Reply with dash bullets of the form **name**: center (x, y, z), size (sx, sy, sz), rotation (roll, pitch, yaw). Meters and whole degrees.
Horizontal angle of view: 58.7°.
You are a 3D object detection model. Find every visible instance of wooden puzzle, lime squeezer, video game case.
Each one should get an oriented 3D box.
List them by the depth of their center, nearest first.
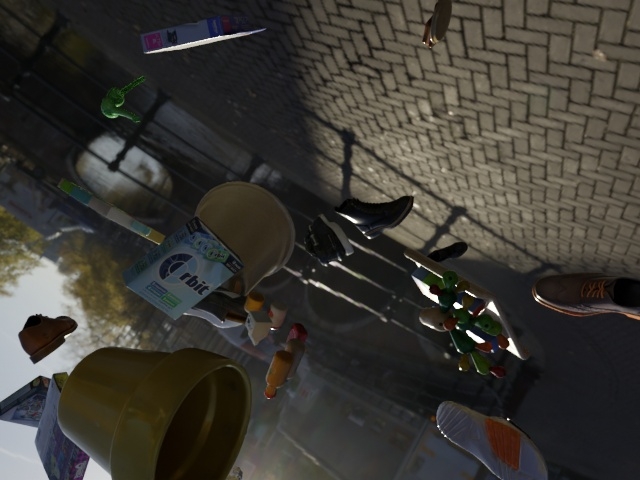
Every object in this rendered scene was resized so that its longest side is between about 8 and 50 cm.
- **video game case**: center (-0.610, 0.469, 1.355), size (0.042, 0.232, 0.210), rotation (1, -149, -45)
- **lime squeezer**: center (-0.550, -0.393, 1.575), size (0.310, 0.110, 0.059), rotation (-109, -8, -53)
- **wooden puzzle**: center (0.395, 0.190, 1.593), size (0.348, 0.080, 0.322), rotation (48, 171, -38)

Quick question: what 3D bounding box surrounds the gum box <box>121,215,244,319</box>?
- **gum box**: center (-0.270, 0.059, 1.137), size (0.041, 0.184, 0.157), rotation (53, -179, 42)

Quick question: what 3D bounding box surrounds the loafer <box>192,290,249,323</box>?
- **loafer**: center (-0.227, 0.161, 1.334), size (0.170, 0.061, 0.062), rotation (6, 142, -5)

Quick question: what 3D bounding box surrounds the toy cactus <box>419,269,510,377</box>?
- **toy cactus**: center (0.253, 0.161, 1.080), size (0.219, 0.112, 0.180), rotation (56, 156, -16)

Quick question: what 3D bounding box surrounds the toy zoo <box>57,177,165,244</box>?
- **toy zoo**: center (-0.531, -0.068, 1.480), size (0.293, 0.030, 0.192), rotation (26, 173, 35)

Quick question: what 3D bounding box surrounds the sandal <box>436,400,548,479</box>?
- **sandal**: center (0.342, 0.383, 1.109), size (0.076, 0.102, 0.265), rotation (5, -169, -34)

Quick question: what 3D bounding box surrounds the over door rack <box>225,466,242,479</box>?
- **over door rack**: center (-0.337, 0.513, 1.285), size (0.324, 0.239, 0.108), rotation (6, 135, -5)

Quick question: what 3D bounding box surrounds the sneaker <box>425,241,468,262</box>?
- **sneaker**: center (0.416, 0.049, 1.930), size (0.051, 0.170, 0.089), rotation (70, -163, 5)

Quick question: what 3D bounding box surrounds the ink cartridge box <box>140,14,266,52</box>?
- **ink cartridge box**: center (-0.330, -0.594, 1.624), size (0.311, 0.186, 0.065), rotation (-1, 111, 21)

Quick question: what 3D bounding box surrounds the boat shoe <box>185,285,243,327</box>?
- **boat shoe**: center (-0.295, 0.144, 1.466), size (0.301, 0.108, 0.102), rotation (21, -153, -47)

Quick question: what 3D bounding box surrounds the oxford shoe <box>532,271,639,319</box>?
- **oxford shoe**: center (0.757, 0.134, 1.546), size (0.364, 0.130, 0.133), rotation (1, 160, 35)

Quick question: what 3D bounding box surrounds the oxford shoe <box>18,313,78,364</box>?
- **oxford shoe**: center (-0.526, 0.168, 1.098), size (0.076, 0.076, 0.212), rotation (55, 170, -10)

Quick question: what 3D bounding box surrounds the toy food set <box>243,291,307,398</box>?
- **toy food set**: center (-0.102, 0.218, 1.213), size (0.111, 0.104, 0.232), rotation (5, -151, -33)

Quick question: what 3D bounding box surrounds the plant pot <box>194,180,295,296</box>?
- **plant pot**: center (-0.270, 0.035, 1.668), size (0.334, 0.334, 0.305), rotation (32, -152, -4)

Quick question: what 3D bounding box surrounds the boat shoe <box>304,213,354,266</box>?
- **boat shoe**: center (0.000, 0.000, 1.487), size (0.114, 0.091, 0.302), rotation (62, 173, -6)

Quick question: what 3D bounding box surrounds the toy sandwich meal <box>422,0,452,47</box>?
- **toy sandwich meal**: center (0.195, -0.372, 0.961), size (0.029, 0.085, 0.085), rotation (22, 165, 23)

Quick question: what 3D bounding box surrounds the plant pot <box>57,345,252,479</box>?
- **plant pot**: center (-0.278, 0.284, 0.923), size (0.239, 0.254, 0.254), rotation (12, 161, 23)

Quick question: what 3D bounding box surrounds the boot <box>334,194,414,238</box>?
- **boot**: center (0.142, -0.087, 1.538), size (0.137, 0.077, 0.198), rotation (34, 134, -19)

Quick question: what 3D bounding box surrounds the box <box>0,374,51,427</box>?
- **box**: center (-0.781, 0.474, 1.641), size (0.044, 0.159, 0.233), rotation (57, -177, 33)
